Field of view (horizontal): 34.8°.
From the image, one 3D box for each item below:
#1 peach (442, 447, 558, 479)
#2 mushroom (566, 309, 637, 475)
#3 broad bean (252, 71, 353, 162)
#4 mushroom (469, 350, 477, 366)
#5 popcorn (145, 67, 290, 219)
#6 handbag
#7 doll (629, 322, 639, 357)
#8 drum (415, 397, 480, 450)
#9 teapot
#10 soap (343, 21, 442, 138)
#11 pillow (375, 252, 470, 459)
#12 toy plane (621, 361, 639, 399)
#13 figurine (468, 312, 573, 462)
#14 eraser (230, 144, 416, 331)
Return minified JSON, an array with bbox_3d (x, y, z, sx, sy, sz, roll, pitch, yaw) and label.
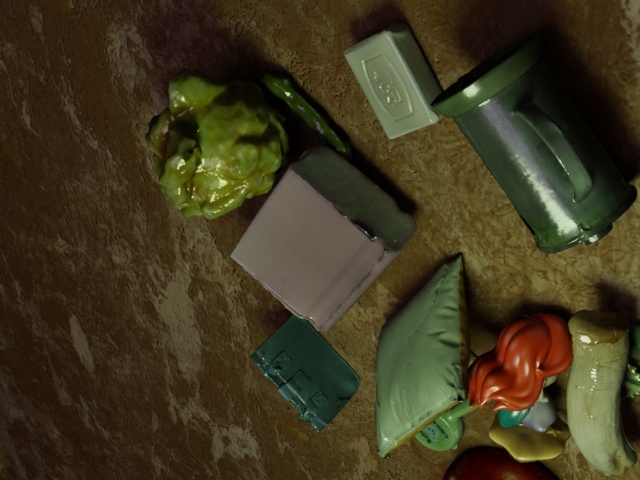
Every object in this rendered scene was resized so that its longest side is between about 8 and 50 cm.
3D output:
[{"bbox_3d":[0.361,0.557,2.119,0.274,0.245,0.249,26,102,38],"label":"peach"},{"bbox_3d":[0.497,0.276,1.809,0.122,0.095,0.351,-11,119,5],"label":"mushroom"},{"bbox_3d":[-0.026,-0.241,1.968,0.256,0.053,0.052,45,174,3],"label":"broad bean"},{"bbox_3d":[0.286,0.235,2.069,0.101,0.019,0.049,36,136,15],"label":"mushroom"},{"bbox_3d":[-0.198,-0.178,1.975,0.335,0.279,0.274,-174,87,-68],"label":"popcorn"},{"bbox_3d":[-0.035,0.294,2.256,0.229,0.179,0.062,46,136,1],"label":"handbag"},{"bbox_3d":[0.573,0.175,1.762,0.150,0.077,0.115,-13,100,55],"label":"doll"},{"bbox_3d":[0.269,0.349,2.140,0.130,0.049,0.253,37,135,13],"label":"drum"},{"bbox_3d":[0.354,-0.138,1.601,0.337,0.200,0.270,54,-179,-8],"label":"teapot"},{"bbox_3d":[0.135,-0.282,1.799,0.121,0.064,0.183,-17,106,47],"label":"soap"},{"bbox_3d":[0.194,0.228,1.970,0.119,0.312,0.310,15,142,-17],"label":"pillow"},{"bbox_3d":[0.558,0.252,1.845,0.111,0.040,0.102,13,128,32],"label":"toy plane"},{"bbox_3d":[0.374,0.270,1.896,0.208,0.181,0.257,-1,120,16],"label":"figurine"},{"bbox_3d":[0.000,0.000,2.033,0.272,0.122,0.359,41,142,4],"label":"eraser"}]
